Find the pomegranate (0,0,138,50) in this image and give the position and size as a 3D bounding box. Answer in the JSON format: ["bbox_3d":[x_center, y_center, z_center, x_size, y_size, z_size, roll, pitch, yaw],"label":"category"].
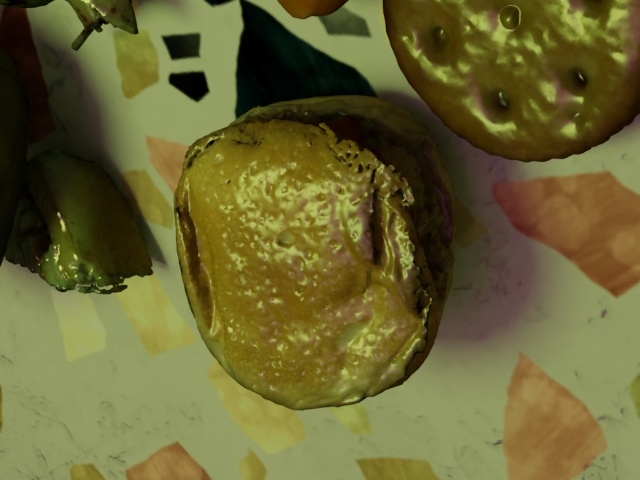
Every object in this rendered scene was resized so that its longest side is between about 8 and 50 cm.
[{"bbox_3d":[-0.219,-0.245,1.034,0.169,0.148,0.148,32,140,-32],"label":"pomegranate"}]

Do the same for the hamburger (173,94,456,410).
[{"bbox_3d":[0.000,0.000,0.988,0.244,0.163,0.244,10,112,25],"label":"hamburger"}]

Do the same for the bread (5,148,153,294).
[{"bbox_3d":[-0.227,-0.027,1.172,0.156,0.103,0.110,21,113,24],"label":"bread"}]

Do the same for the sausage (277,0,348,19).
[{"bbox_3d":[0.024,-0.261,0.877,0.098,0.098,0.238,38,131,12],"label":"sausage"}]

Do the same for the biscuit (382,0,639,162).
[{"bbox_3d":[0.138,-0.158,0.869,0.220,0.066,0.220,16,121,28],"label":"biscuit"}]

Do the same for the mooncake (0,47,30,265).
[{"bbox_3d":[-0.366,-0.058,1.131,0.290,0.161,0.290,-33,48,47],"label":"mooncake"}]
